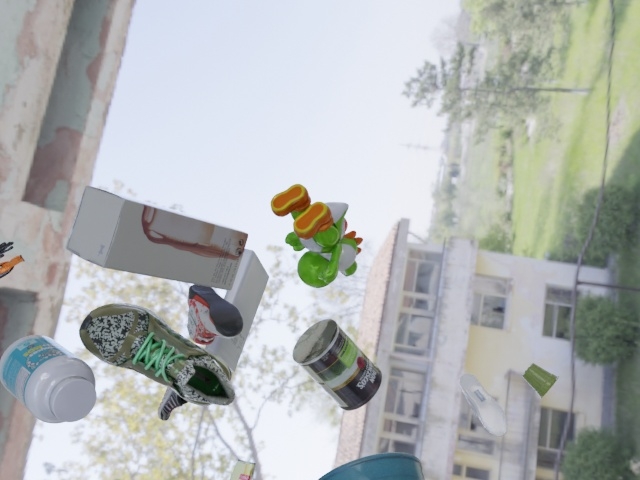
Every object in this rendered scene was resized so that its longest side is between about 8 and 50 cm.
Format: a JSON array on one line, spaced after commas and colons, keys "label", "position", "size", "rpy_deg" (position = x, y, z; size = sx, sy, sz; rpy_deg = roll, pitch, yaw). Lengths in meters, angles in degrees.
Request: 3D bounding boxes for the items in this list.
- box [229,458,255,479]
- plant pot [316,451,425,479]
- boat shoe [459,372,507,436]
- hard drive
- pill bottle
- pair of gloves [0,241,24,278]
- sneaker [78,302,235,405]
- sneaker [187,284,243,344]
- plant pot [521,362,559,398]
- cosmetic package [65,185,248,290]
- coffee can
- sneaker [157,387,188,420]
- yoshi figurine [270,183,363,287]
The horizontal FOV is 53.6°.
[{"label": "box", "position": [-0.232, 0.706, 1.779], "size": [0.232, 0.058, 0.087], "rpy_deg": [-44, -36, -85]}, {"label": "plant pot", "position": [0.130, 0.632, 1.340], "size": [0.271, 0.272, 0.255], "rpy_deg": [88, 167, -46]}, {"label": "boat shoe", "position": [0.433, 0.445, 1.698], "size": [0.066, 0.184, 0.063], "rpy_deg": [-35, -31, -7]}, {"label": "hard drive", "position": [-0.268, 0.232, 2.076], "size": [0.233, 0.047, 0.353], "rpy_deg": [71, -145, -62]}, {"label": "pill bottle", "position": [-0.590, 0.308, 1.388], "size": [0.146, 0.264, 0.146], "rpy_deg": [-12, -72, -42]}, {"label": "pair of gloves", "position": [-0.544, 0.036, 1.069], "size": [0.074, 0.083, 0.010], "rpy_deg": [-34, -41, -21]}, {"label": "sneaker", "position": [-0.351, 0.271, 1.461], "size": [0.182, 0.410, 0.158], "rpy_deg": [5, 66, 59]}, {"label": "sneaker", "position": [-0.293, 0.238, 1.750], "size": [0.090, 0.270, 0.145], "rpy_deg": [-7, -64, -34]}, {"label": "plant pot", "position": [0.624, 0.395, 1.813], "size": [0.083, 0.079, 0.083], "rpy_deg": [-43, -20, -19]}, {"label": "cosmetic package", "position": [-0.305, 0.000, 1.217], "size": [0.296, 0.153, 0.129], "rpy_deg": [16, -88, -50]}, {"label": "coffee can", "position": [0.061, 0.445, 2.267], "size": [0.275, 0.202, 0.201], "rpy_deg": [49, -146, -22]}, {"label": "sneaker", "position": [-0.454, 0.505, 1.985], "size": [0.063, 0.075, 0.170], "rpy_deg": [-53, -12, -70]}, {"label": "yoshi figurine", "position": [-0.016, 0.023, 1.663], "size": [0.362, 0.203, 0.203], "rpy_deg": [53, -139, -54]}]
